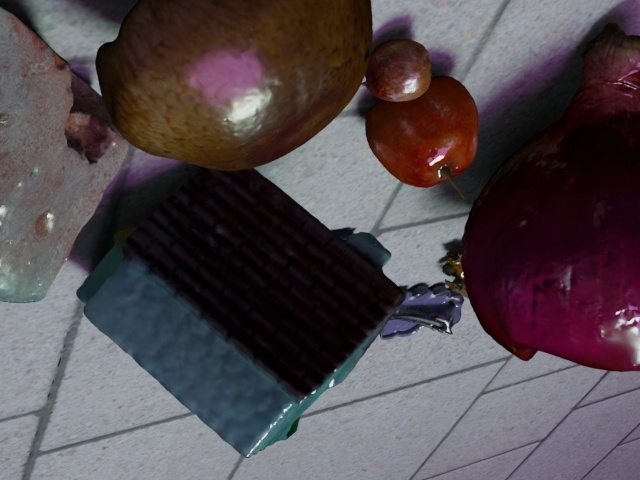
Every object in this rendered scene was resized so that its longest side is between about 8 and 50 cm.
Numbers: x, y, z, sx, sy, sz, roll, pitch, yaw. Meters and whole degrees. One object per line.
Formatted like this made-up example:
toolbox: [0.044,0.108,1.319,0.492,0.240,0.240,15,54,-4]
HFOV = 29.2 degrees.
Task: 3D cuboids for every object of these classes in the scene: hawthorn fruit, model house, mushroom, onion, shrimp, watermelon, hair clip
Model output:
hawthorn fruit: [0.114,-0.117,1.340,0.125,0.140,0.125,0,127,0]
model house: [-0.074,0.047,1.319,0.249,0.280,0.230,-51,171,4]
hawthorn fruit: [0.065,-0.167,1.265,0.103,0.067,0.067,-23,153,-1]
mushroom: [-0.064,-0.175,0.970,0.263,0.195,0.283,-43,149,-15]
onion: [0.348,-0.058,1.513,0.398,0.398,0.420,-21,110,-15]
shrimp: [0.270,0.041,1.834,0.294,0.062,0.154,9,123,-54]
watermelon: [-0.274,-0.102,1.029,0.226,0.148,0.318,-33,145,-32]
hair clip: [0.137,0.118,1.846,0.195,0.052,0.124,5,133,-40]

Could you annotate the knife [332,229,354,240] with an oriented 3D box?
knife: [0.000,0.000,1.545,0.121,0.018,0.031,-10,150,-35]
